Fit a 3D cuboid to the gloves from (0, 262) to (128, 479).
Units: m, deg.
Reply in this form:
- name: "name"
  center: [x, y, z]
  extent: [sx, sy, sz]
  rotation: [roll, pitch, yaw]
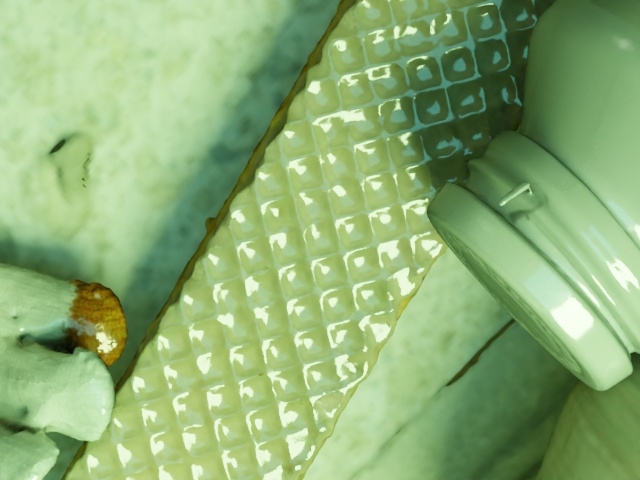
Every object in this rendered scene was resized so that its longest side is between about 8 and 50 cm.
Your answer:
- name: "gloves"
  center: [-0.190, 0.062, 0.578]
  extent: [0.218, 0.131, 0.140]
  rotation: [-15, 87, -19]

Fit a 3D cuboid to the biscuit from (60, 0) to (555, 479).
- name: "biscuit"
  center: [0.000, 0.000, 0.590]
  extent: [0.094, 0.054, 0.379]
  rotation: [31, 99, -5]

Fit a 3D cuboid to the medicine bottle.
- name: "medicine bottle"
  center: [0.145, -0.052, 0.502]
  extent: [0.215, 0.135, 0.135]
  rotation: [-44, 97, -1]

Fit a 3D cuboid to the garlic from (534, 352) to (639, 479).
- name: "garlic"
  center: [0.207, 0.163, 0.546]
  extent: [0.321, 0.241, 0.322]
  rotation: [-2, 83, 15]
